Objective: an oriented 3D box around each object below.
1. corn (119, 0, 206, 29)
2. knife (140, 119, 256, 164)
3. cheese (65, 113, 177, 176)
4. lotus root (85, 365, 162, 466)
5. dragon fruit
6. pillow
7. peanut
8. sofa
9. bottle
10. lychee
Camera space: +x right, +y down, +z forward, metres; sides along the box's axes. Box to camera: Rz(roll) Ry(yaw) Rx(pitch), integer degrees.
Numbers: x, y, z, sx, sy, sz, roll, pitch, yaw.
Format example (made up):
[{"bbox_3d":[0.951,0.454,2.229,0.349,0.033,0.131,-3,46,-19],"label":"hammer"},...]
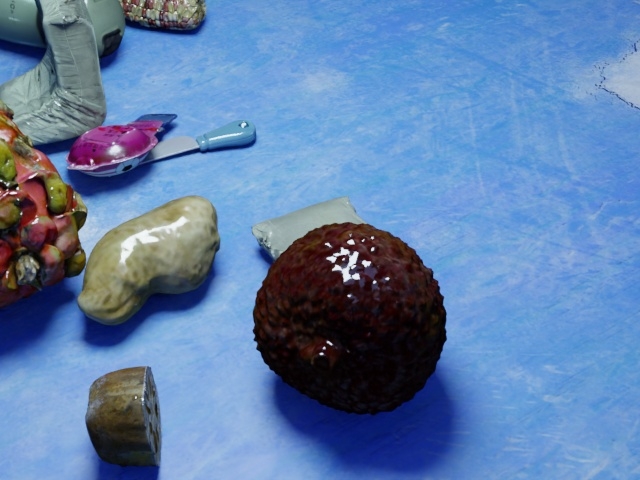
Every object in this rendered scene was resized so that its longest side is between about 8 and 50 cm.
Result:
[{"bbox_3d":[-0.365,-0.466,1.997,0.290,0.098,0.098,6,44,8],"label":"corn"},{"bbox_3d":[-0.228,-0.162,1.740,0.244,0.032,0.058,-15,44,-11],"label":"knife"},{"bbox_3d":[-0.327,-0.163,1.699,0.155,0.062,0.244,4,28,25],"label":"cheese"},{"bbox_3d":[-0.238,0.224,1.275,0.081,0.112,0.122,-14,33,2],"label":"lotus root"},{"bbox_3d":[-0.453,-0.019,1.429,0.263,0.314,0.296,24,22,-1],"label":"dragon fruit"},{"bbox_3d":[0.000,0.000,1.542,0.181,0.077,0.134,-16,47,-20],"label":"pillow"},{"bbox_3d":[-0.243,0.028,1.469,0.253,0.122,0.137,-30,62,-27],"label":"peanut"},{"bbox_3d":[-0.464,-0.301,1.708,0.176,0.225,0.210,-12,38,-13],"label":"sofa"},{"bbox_3d":[-0.526,-0.435,1.898,0.347,0.168,0.168,21,47,18],"label":"bottle"},{"bbox_3d":[0.043,0.097,1.325,0.261,0.260,0.260,2,44,-2],"label":"lychee"}]
